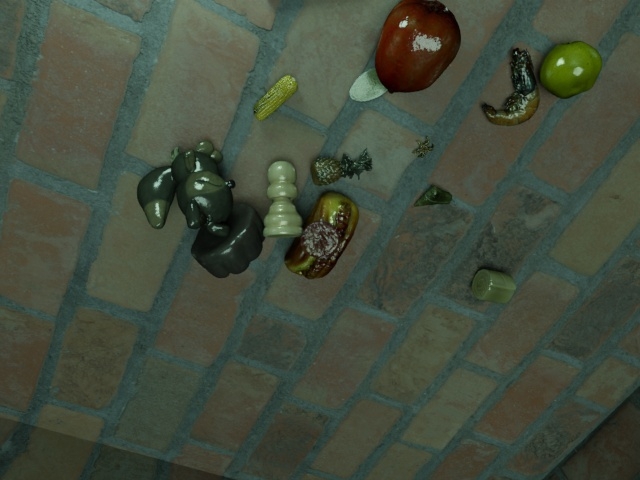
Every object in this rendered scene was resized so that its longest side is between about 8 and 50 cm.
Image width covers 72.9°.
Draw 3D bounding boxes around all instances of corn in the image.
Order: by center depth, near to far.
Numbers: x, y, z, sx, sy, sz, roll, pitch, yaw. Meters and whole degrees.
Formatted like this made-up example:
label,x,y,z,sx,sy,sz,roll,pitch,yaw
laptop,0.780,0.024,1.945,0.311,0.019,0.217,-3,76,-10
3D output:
label,x,y,z,sx,sy,sz,roll,pitch,yaw
corn,-0.169,-0.529,1.611,0.203,0.072,0.072,-40,112,15

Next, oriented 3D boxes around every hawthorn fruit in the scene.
label,x,y,z,sx,sy,sz,roll,pitch,yaw
hawthorn fruit,0.321,-0.655,1.466,0.295,0.295,0.311,37,97,-19

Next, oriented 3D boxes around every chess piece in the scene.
label,x,y,z,sx,sy,sz,roll,pitch,yaw
chess piece,-0.152,-0.163,1.700,0.167,0.167,0.299,-3,86,-3

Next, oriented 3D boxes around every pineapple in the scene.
label,x,y,z,sx,sy,sz,roll,pitch,yaw
pineapple,0.089,-0.287,1.734,0.252,0.125,0.125,-14,116,-8

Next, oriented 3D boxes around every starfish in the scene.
label,x,y,z,sx,sy,sz,roll,pitch,yaw
starfish,0.418,-0.376,1.748,0.078,0.028,0.091,16,109,-9

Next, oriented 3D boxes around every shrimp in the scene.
label,x,y,z,sx,sy,sz,roll,pitch,yaw
shrimp,0.723,-0.574,1.659,0.223,0.054,0.290,-18,119,5

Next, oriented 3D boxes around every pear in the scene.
label,x,y,z,sx,sy,sz,roll,pitch,yaw
pear,0.909,-0.620,1.580,0.199,0.198,0.198,-2,116,-3

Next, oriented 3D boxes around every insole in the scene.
label,x,y,z,sx,sy,sz,roll,pitch,yaw
insole,0.258,-0.617,1.633,0.323,0.007,0.109,-22,116,7

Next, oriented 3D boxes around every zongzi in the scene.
label,x,y,z,sx,sy,sz,roll,pitch,yaw
zongzi,0.496,-0.163,1.855,0.154,0.062,0.130,17,135,-29

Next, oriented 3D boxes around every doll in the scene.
label,x,y,z,sx,sy,sz,roll,pitch,yaw
doll,-0.492,-0.149,1.645,0.379,0.382,0.252,-31,148,26

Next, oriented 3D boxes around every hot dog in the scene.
label,x,y,z,sx,sy,sz,roll,pitch,yaw
hot dog,0.003,0.005,1.796,0.185,0.223,0.405,27,110,-13

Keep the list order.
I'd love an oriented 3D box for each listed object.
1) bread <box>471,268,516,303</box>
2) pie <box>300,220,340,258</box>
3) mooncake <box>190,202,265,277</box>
label,x,y,z,sx,sy,sz,roll,pitch,yaw
bread,0.797,0.211,1.998,0.142,0.133,0.148,12,126,-14
pie,0.000,0.000,1.656,0.155,0.036,0.154,0,95,2
mooncake,-0.359,0.000,1.724,0.306,0.306,0.154,-23,129,7
